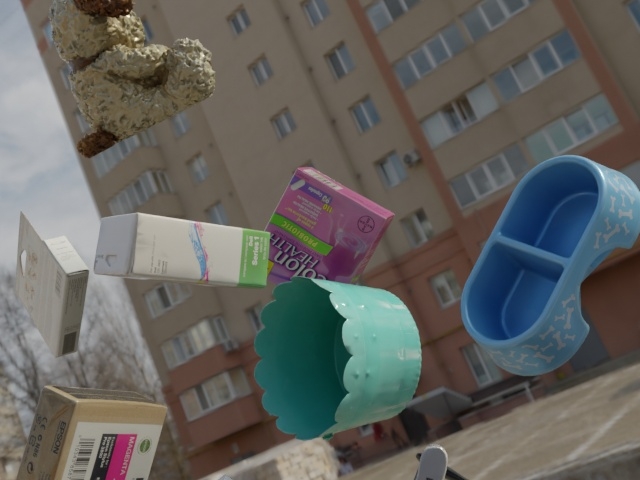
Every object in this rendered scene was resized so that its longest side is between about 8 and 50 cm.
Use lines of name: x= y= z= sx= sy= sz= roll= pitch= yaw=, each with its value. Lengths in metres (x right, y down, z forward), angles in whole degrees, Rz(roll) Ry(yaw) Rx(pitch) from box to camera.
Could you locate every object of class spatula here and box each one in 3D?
spatula: x=0.289 y=0.430 z=1.322 sx=0.297 sy=0.084 sz=0.030 roll=14 pitch=52 yaw=36

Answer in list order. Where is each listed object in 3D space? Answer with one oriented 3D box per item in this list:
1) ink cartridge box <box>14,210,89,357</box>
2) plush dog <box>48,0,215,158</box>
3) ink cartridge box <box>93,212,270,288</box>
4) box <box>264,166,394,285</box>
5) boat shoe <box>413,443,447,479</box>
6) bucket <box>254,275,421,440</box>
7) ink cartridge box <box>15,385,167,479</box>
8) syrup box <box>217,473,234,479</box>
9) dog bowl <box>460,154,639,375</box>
ink cartridge box: x=-0.636 y=0.099 z=1.793 sx=0.060 sy=0.239 sz=0.275 roll=-15 pitch=-41 yaw=-39
plush dog: x=-0.311 y=-0.262 z=1.107 sx=0.211 sy=0.225 sz=0.262 roll=-35 pitch=17 yaw=-28
ink cartridge box: x=-0.269 y=0.025 z=1.481 sx=0.278 sy=0.117 sz=0.201 roll=9 pitch=-7 yaw=-34
box: x=0.000 y=0.000 z=1.614 sx=0.243 sy=0.214 sz=0.117 roll=-61 pitch=-10 yaw=13
boat shoe: x=0.143 y=0.346 z=1.040 sx=0.049 sy=0.142 sz=0.040 roll=18 pitch=-3 yaw=14
bucket: x=0.028 y=0.201 z=1.334 sx=0.183 sy=0.281 sz=0.281 roll=5 pitch=-27 yaw=-38
ink cartridge box: x=-0.356 y=0.350 z=1.168 sx=0.088 sy=0.234 sz=0.193 roll=11 pitch=-6 yaw=35
syrup box: x=-0.152 y=0.508 z=1.246 sx=0.096 sy=0.093 sz=0.236 roll=-34 pitch=-42 yaw=-44
dog bowl: x=0.285 y=0.023 z=0.976 sx=0.074 sy=0.297 sz=0.166 roll=30 pitch=-2 yaw=-37
